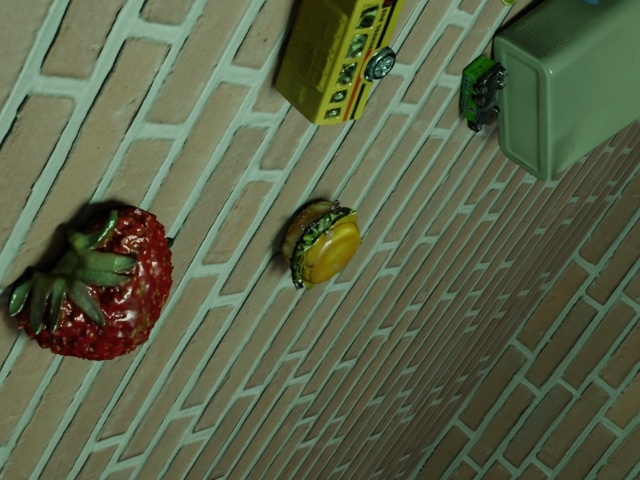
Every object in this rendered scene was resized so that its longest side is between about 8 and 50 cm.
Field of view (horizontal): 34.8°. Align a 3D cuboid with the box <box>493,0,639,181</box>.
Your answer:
[{"bbox_3d":[0.523,-0.343,2.040,0.343,0.177,0.352,-35,143,-16],"label":"box"}]

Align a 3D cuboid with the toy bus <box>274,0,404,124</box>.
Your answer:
[{"bbox_3d":[0.044,-0.318,1.371,0.123,0.121,0.336,-19,144,-38],"label":"toy bus"}]

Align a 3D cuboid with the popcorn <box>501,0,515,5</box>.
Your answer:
[{"bbox_3d":[0.319,-0.451,1.707,0.109,0.089,0.097,-45,168,-20],"label":"popcorn"}]

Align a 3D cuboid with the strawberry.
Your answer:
[{"bbox_3d":[-0.265,0.084,1.409,0.233,0.137,0.306,-50,156,-3],"label":"strawberry"}]

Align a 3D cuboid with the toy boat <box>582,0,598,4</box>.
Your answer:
[{"bbox_3d":[0.499,-0.531,1.838,0.102,0.088,0.215,-20,124,-33],"label":"toy boat"}]

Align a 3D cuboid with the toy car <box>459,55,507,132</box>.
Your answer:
[{"bbox_3d":[0.308,-0.280,1.969,0.071,0.062,0.165,-40,155,-18],"label":"toy car"}]

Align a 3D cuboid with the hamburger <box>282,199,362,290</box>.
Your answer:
[{"bbox_3d":[-0.001,0.003,1.808,0.164,0.093,0.190,-37,153,-23],"label":"hamburger"}]
